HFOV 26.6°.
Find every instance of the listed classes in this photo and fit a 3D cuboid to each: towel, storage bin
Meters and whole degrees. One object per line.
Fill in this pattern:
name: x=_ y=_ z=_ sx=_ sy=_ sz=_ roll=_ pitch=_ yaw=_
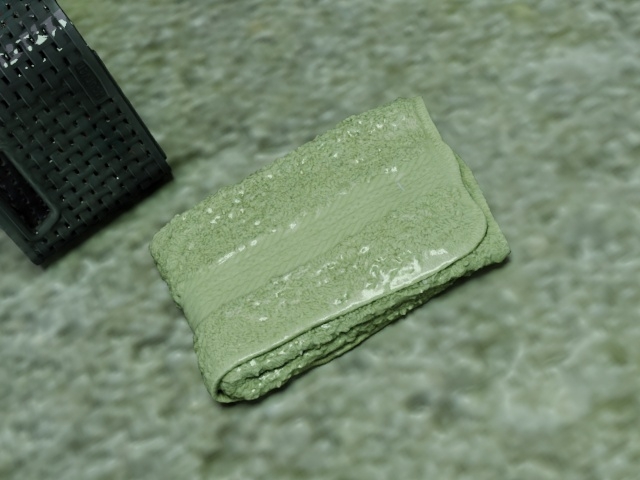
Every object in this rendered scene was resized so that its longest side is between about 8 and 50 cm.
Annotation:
towel: x=0.000 y=0.000 z=0.606 sx=0.148 sy=0.027 sz=0.110 roll=-29 pitch=52 yaw=0
storage bin: x=-0.163 y=-0.091 z=0.667 sx=0.084 sy=0.122 sz=0.180 roll=-36 pitch=53 yaw=-5
